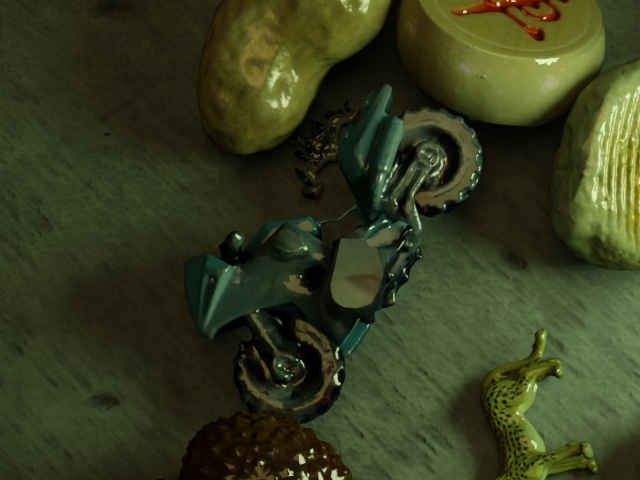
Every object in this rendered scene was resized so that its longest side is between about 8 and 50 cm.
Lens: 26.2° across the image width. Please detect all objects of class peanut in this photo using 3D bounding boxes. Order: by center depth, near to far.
[{"bbox_3d":[-0.018,-0.270,1.649,0.192,0.169,0.387,42,103,34],"label":"peanut"}]

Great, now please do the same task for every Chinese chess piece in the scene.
[{"bbox_3d":[0.212,-0.245,1.622,0.251,0.097,0.251,6,44,-6],"label":"Chinese chess piece"}]

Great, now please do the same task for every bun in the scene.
[{"bbox_3d":[0.360,-0.088,1.570,0.244,0.153,0.244,0,92,-14],"label":"bun"}]

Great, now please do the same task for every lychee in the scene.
[{"bbox_3d":[-0.069,0.282,1.480,0.238,0.200,0.200,3,71,20],"label":"lychee"}]

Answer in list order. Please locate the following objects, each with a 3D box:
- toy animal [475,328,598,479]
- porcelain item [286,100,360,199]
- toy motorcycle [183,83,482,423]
[{"bbox_3d":[0.219,0.202,1.532,0.136,0.073,0.181,-19,73,8],"label":"toy animal"},{"bbox_3d":[-0.010,-0.120,1.698,0.075,0.021,0.136,21,74,18],"label":"porcelain item"},{"bbox_3d":[0.000,0.000,1.573,0.232,0.172,0.416,33,85,11],"label":"toy motorcycle"}]
